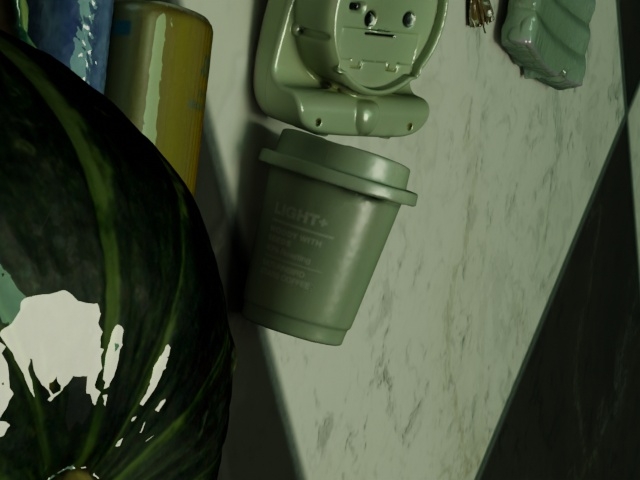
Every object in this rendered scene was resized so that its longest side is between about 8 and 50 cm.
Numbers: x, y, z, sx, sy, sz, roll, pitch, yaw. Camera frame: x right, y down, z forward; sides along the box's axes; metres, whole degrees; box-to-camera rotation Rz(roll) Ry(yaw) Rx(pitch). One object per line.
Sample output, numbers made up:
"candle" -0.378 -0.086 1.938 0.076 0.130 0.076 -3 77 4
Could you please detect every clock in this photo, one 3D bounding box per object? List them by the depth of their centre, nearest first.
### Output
"clock" 0.031 -0.171 1.267 0.151 0.062 0.191 -2 109 -46

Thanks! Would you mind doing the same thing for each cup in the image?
"cup" 0.000 0.000 1.259 0.120 0.120 0.141 16 90 -67

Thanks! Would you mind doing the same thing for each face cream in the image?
"face cream" -0.111 0.007 1.029 0.139 0.067 0.285 -10 107 -87

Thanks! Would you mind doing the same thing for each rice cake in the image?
"rice cake" 0.241 -0.233 1.849 0.237 0.043 0.127 22 75 -66

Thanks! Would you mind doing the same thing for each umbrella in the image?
"umbrella" 0.148 -0.233 1.663 0.031 0.020 0.083 -25 129 -17

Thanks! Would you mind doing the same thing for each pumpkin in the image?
"pumpkin" -0.178 0.066 0.669 0.323 0.241 0.323 -36 133 -52

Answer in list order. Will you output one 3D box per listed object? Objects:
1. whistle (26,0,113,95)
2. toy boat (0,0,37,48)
"whistle" -0.139 -0.139 0.946 0.062 0.062 0.304 2 95 -67
"toy boat" -0.208 -0.121 0.747 0.293 0.099 0.108 50 51 -70
